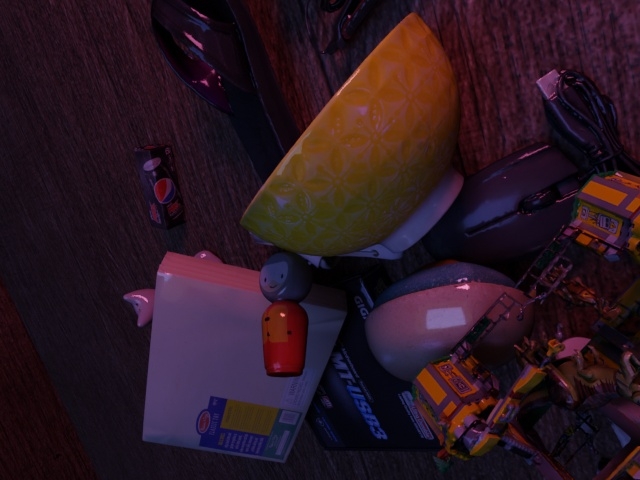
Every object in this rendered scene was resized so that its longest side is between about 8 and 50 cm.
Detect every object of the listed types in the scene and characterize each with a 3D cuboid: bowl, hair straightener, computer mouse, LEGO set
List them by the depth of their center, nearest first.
[{"bbox_3d":[0.262,0.123,0.384,0.255,0.331,0.192,44,-177,-32],"label":"LEGO set"},{"bbox_3d":[0.062,-0.079,0.521,0.156,0.289,0.289,40,133,-5],"label":"bowl"},{"bbox_3d":[0.211,-0.041,0.536,0.272,0.072,0.189,-35,88,44],"label":"computer mouse"},{"bbox_3d":[0.048,-0.321,0.561,0.089,0.047,0.230,53,138,6],"label":"hair straightener"}]

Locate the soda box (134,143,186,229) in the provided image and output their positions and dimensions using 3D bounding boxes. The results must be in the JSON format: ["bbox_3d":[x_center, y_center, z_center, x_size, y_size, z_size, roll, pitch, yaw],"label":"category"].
[{"bbox_3d":[-0.330,-0.111,0.969,0.060,0.053,0.169,13,119,35],"label":"soda box"}]

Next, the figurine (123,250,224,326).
[{"bbox_3d":[-0.250,0.148,0.921,0.215,0.209,0.092,53,134,6],"label":"figurine"}]

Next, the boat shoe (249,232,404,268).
[{"bbox_3d":[0.000,0.000,0.715,0.276,0.098,0.096,-1,109,39],"label":"boat shoe"}]

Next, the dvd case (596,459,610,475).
[{"bbox_3d":[0.470,0.369,0.552,0.238,0.029,0.180,-1,110,41],"label":"dvd case"}]

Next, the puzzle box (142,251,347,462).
[{"bbox_3d":[-0.143,0.217,0.771,0.271,0.052,0.409,13,124,-9],"label":"puzzle box"}]

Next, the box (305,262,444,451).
[{"bbox_3d":[0.048,0.216,0.803,0.293,0.073,0.296,-24,95,45],"label":"box"}]

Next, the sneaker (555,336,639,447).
[{"bbox_3d":[0.359,0.203,0.538,0.212,0.080,0.094,37,145,21],"label":"sneaker"}]

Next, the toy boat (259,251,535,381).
[{"bbox_3d":[0.083,0.085,0.564,0.267,0.317,0.148,96,174,-66],"label":"toy boat"}]

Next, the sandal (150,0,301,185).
[{"bbox_3d":[-0.153,-0.257,0.680,0.446,0.107,0.167,63,155,-4],"label":"sandal"}]
